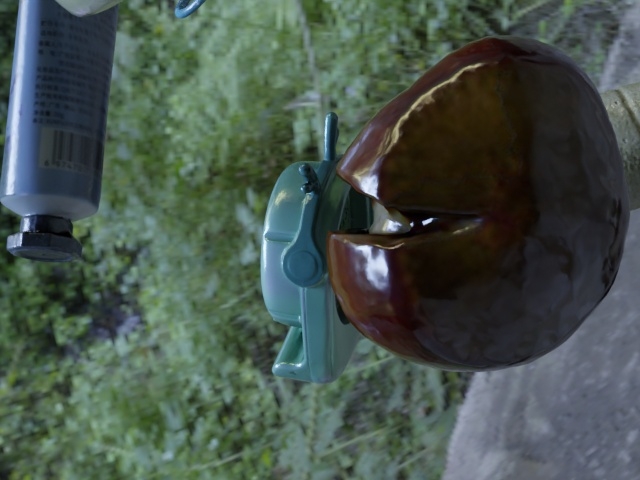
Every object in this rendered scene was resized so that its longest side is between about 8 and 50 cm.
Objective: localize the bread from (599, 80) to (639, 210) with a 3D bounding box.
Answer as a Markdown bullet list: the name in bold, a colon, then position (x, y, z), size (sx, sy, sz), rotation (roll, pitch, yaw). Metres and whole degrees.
- **bread**: position (0.364, -0.110, 1.764), size (0.141, 0.134, 0.148), rotation (-18, 64, 11)

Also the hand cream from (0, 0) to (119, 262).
- **hand cream**: position (-0.141, -0.115, 0.841), size (0.055, 0.088, 0.256), rotation (-3, 76, 36)

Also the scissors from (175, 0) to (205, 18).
- **scissors**: position (-0.035, -0.143, 0.724), size (0.014, 0.058, 0.119), rotation (38, 155, -22)

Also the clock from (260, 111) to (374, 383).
- **clock**: position (0.000, 0.000, 1.222), size (0.066, 0.159, 0.211), rotation (6, 127, 15)

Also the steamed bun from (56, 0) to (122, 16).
- **steamed bun**: position (-0.044, -0.212, 0.543), size (0.250, 0.155, 0.200), rotation (-38, 109, -5)

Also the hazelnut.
- **hazelnut**: position (0.118, -0.027, 1.090), size (0.217, 0.217, 0.251), rotation (22, 94, 26)
